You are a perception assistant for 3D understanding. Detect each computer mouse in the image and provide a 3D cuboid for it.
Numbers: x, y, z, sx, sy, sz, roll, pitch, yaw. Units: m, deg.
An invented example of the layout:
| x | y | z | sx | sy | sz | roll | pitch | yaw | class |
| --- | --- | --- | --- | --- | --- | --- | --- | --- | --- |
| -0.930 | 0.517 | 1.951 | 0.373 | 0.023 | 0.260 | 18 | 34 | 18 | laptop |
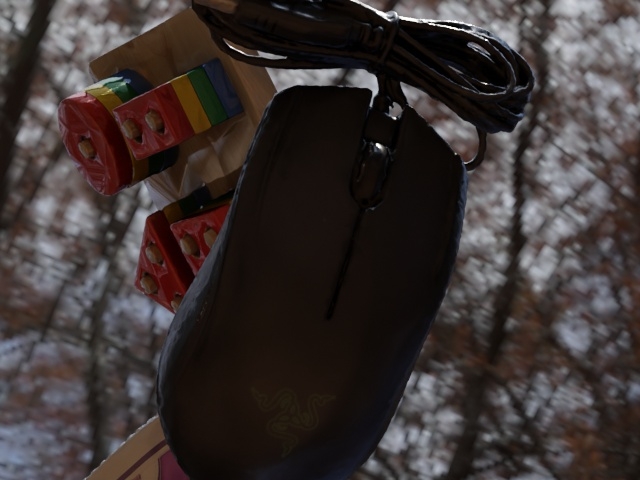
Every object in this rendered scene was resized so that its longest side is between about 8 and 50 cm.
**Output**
| x | y | z | sx | sy | sz | roll | pitch | yaw | class |
| --- | --- | --- | --- | --- | --- | --- | --- | --- | --- |
| 0.000 | 0.000 | 0.914 | 0.072 | 0.188 | 0.272 | 163 | -57 | -73 | computer mouse |

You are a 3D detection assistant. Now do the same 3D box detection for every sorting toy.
| x | y | z | sx | sy | sz | roll | pitch | yaw | class |
| --- | --- | --- | --- | --- | --- | --- | --- | --- | --- |
| -0.104 | -0.039 | 1.487 | 0.255 | 0.089 | 0.257 | -13 | -75 | 62 | sorting toy |

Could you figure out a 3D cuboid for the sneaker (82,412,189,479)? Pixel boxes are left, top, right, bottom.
| x | y | z | sx | sy | sz | roll | pitch | yaw | class |
| --- | --- | --- | --- | --- | --- | --- | --- | --- | --- |
| -0.126 | 0.240 | 1.423 | 0.282 | 0.102 | 0.161 | -43 | -96 | -15 | sneaker |
